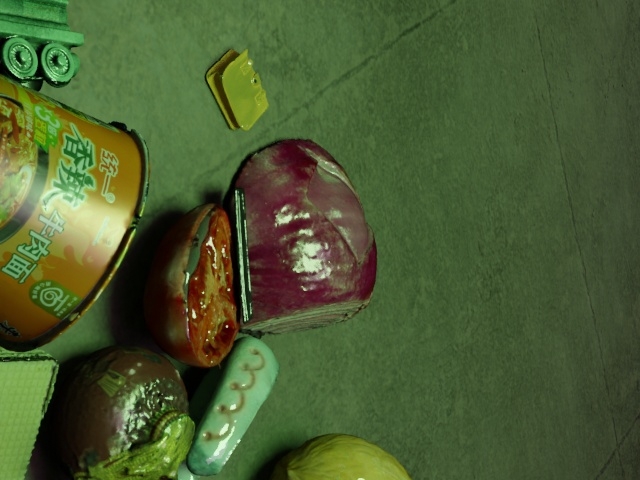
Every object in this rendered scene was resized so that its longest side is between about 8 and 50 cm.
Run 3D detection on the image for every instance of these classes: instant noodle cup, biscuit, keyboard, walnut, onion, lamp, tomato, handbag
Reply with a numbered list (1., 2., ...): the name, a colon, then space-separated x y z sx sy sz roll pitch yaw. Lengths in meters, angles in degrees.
1. instant noodle cup: -0.289 -0.044 1.007 0.182 0.230 0.230 33 68 -37
2. biscuit: -0.355 0.167 1.048 0.250 0.046 0.147 5 104 -52
3. keyboard: -0.089 0.017 1.339 0.053 0.010 0.155 -35 121 -86
4. walnut: 0.024 0.339 1.453 0.221 0.195 0.195 43 61 -36
5. onion: 0.000 0.000 1.447 0.250 0.111 0.248 -4 99 -49
6. lamp: -0.194 0.187 1.199 0.156 0.134 0.157 -19 109 -51
7. tomato: -0.147 0.052 1.268 0.174 0.082 0.166 -56 143 -66
8. handbag: -0.095 -0.176 1.372 0.061 0.027 0.083 -53 134 -34

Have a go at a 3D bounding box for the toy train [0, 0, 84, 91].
1. toy train: -0.296 -0.194 1.087 0.170 0.071 0.111 -1 88 -52

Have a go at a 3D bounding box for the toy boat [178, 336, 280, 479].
1. toy boat: -0.120 0.186 1.305 0.079 0.134 0.208 37 49 -7
